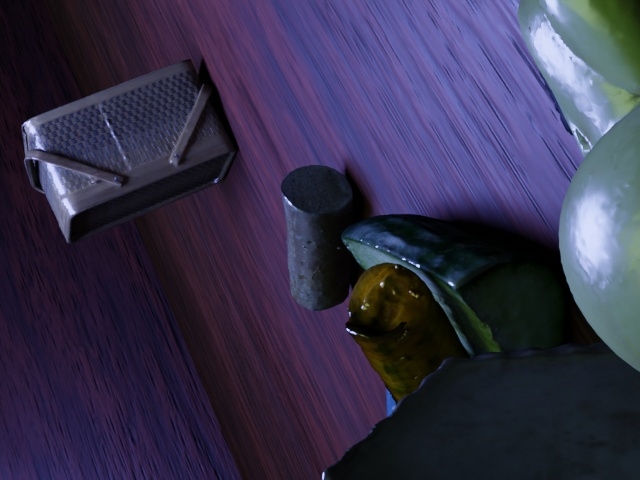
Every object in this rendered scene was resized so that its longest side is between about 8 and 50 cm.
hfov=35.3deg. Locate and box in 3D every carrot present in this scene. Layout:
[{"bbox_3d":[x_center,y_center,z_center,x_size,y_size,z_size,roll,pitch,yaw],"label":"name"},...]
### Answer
[{"bbox_3d":[0.085,0.107,0.691,0.070,0.070,0.260,55,178,43],"label":"carrot"}]

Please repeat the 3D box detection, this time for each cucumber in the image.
[{"bbox_3d":[0.084,0.020,0.711,0.115,0.063,0.244,51,170,-25],"label":"cucumber"}]

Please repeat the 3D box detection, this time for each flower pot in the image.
[{"bbox_3d":[0.127,0.183,0.502,0.209,0.239,0.189,13,126,37],"label":"flower pot"}]

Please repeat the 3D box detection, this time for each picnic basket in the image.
[{"bbox_3d":[-0.257,-0.117,1.343,0.139,0.267,0.165,63,161,6],"label":"picnic basket"}]

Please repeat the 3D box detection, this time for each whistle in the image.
[{"bbox_3d":[0.143,-0.069,0.370,0.141,0.141,0.294,112,154,-67],"label":"whistle"}]

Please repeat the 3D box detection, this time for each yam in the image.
[{"bbox_3d":[0.000,0.000,0.979,0.169,0.068,0.068,86,158,-54],"label":"yam"}]

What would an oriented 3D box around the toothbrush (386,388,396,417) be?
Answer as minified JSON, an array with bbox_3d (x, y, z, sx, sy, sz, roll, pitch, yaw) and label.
[{"bbox_3d":[0.057,0.149,0.714,0.025,0.019,0.275,60,-168,-12],"label":"toothbrush"}]
